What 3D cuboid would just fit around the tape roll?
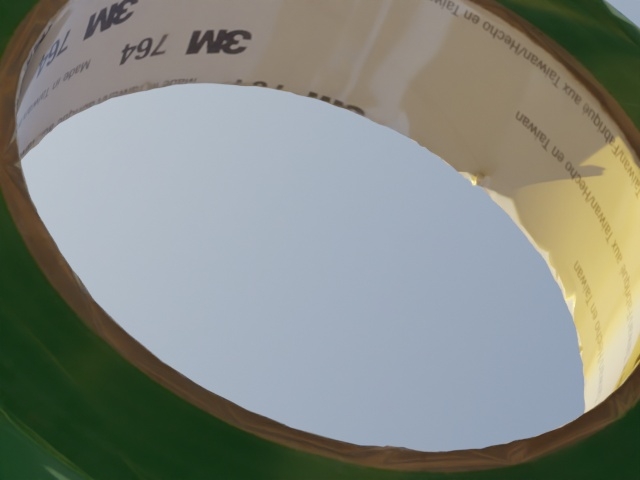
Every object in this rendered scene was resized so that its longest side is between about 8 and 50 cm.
[{"bbox_3d":[0.000,0.000,0.648,0.077,0.321,0.321,114,0,-45],"label":"tape roll"}]
